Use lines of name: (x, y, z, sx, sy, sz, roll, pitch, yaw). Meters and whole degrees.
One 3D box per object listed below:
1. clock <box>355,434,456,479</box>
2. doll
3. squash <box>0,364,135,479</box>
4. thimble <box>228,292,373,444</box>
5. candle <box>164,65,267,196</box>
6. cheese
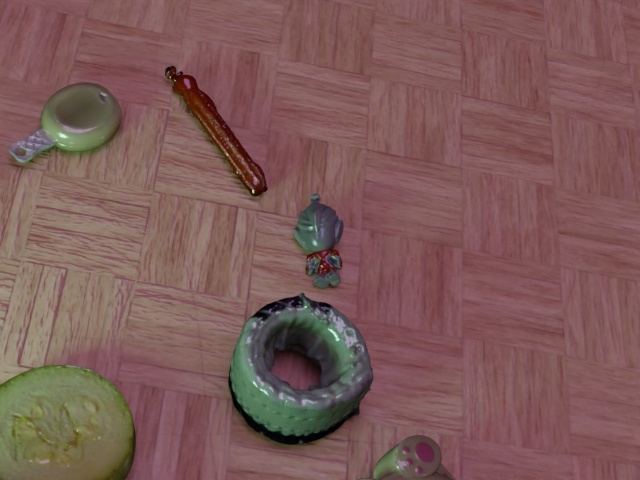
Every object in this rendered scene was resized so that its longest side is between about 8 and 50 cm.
clock: (0.139, 0.485, 1.757, 0.284, 0.114, 0.309, 48, 51, 8)
doll: (0.000, 0.000, 2.102, 0.094, 0.079, 0.180, -11, 71, 6)
squash: (-0.410, 0.304, 1.777, 0.252, 0.049, 0.252, 4, 48, -4)
thimble: (-0.031, 0.217, 1.895, 0.237, 0.150, 0.237, 8, 55, -11)
candle: (-0.198, -0.215, 2.209, 0.051, 0.048, 0.329, -30, 69, -15)
cheese: (-0.478, -0.210, 2.121, 0.137, 0.064, 0.227, 42, 58, 17)
